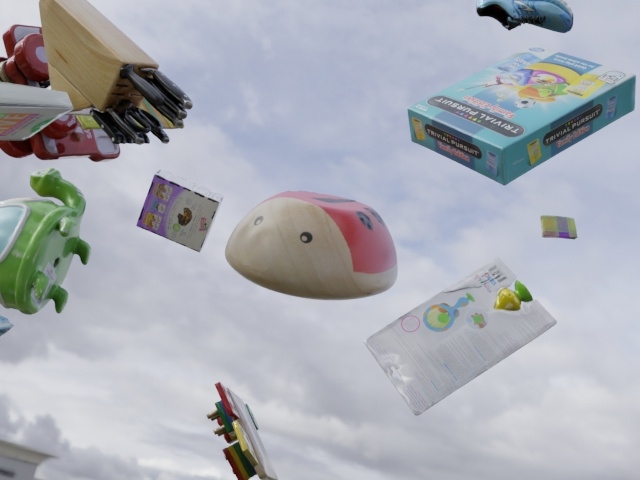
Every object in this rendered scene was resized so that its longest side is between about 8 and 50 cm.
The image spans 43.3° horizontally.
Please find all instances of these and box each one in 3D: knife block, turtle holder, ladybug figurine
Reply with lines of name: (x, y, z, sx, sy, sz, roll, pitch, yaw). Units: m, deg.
knife block: (-0.326, -0.285, 1.304, 0.242, 0.275, 0.088, -6, 3, 30)
turtle holder: (-0.656, -0.006, 1.800, 0.227, 0.320, 0.243, 19, 4, 3)
ladybug figurine: (0.000, 0.000, 1.526, 0.305, 0.161, 0.449, 17, 9, 19)

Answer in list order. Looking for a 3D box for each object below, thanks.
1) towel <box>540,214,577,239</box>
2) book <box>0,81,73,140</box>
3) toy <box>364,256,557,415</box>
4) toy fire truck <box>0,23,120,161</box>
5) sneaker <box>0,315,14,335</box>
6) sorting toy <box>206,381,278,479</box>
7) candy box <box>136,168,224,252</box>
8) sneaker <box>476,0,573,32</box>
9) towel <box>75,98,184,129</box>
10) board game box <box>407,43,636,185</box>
towel: (0.553, -0.031, 1.873, 0.083, 0.060, 0.009, 2, -28, -5)
book: (-0.381, -0.150, 0.961, 0.096, 0.035, 0.144, -26, -5, 24)
toy: (0.200, 0.140, 1.152, 0.237, 0.137, 0.056, -33, -33, -5)
toy fire truck: (-0.574, -0.314, 1.757, 0.169, 0.302, 0.254, -18, -3, 33)
sneaker: (-0.635, 0.152, 1.481, 0.092, 0.087, 0.228, 47, -14, 1)
sorting toy: (-0.115, 0.285, 1.140, 0.046, 0.132, 0.274, -26, -19, -5)
candy box: (-0.392, -0.083, 2.252, 0.196, 0.164, 0.070, 24, 18, -3)
sneaker: (0.324, -0.360, 1.296, 0.162, 0.073, 0.063, 20, -22, 11)
towel: (-0.391, -0.263, 1.627, 0.237, 0.102, 0.021, -9, -36, -47)
board game box: (0.374, -0.247, 1.508, 0.254, 0.336, 0.079, 35, -34, 47)
